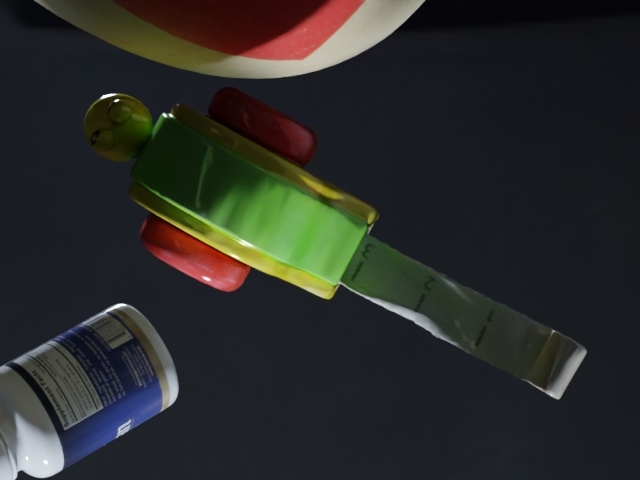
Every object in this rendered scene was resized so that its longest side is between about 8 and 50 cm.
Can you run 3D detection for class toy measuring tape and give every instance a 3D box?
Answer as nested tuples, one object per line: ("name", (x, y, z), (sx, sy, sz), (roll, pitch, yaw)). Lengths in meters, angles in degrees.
("toy measuring tape", (0.000, 0.000, 1.015), (0.121, 0.330, 0.121), (-58, -10, -16))

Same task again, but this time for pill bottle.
("pill bottle", (-0.203, 0.126, 1.358), (0.094, 0.169, 0.094), (41, 147, 34))

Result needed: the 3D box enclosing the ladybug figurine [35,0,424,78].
("ladybug figurine", (-0.075, -0.269, 1.061), (0.162, 0.449, 0.305), (-9, 67, 52))
